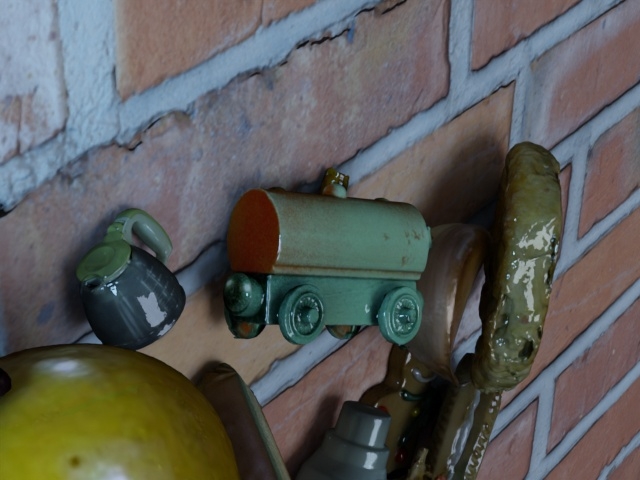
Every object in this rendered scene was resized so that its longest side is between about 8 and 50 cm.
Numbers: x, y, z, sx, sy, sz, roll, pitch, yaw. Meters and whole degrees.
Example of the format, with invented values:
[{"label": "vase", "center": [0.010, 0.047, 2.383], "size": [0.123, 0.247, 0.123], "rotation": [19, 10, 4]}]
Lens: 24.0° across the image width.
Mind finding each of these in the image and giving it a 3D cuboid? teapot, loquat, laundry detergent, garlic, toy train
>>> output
[{"label": "teapot", "center": [-0.185, 0.034, 1.408], "size": [0.092, 0.124, 0.091], "rotation": [-25, 127, 6]}, {"label": "loquat", "center": [-0.229, 0.238, 1.220], "size": [0.359, 0.328, 0.328], "rotation": [15, 97, -42]}, {"label": "laundry detergent", "center": [-0.007, 0.398, 1.883], "size": [0.264, 0.125, 0.397], "rotation": [6, 103, -64]}, {"label": "garlic", "center": [0.139, 0.068, 1.896], "size": [0.128, 0.115, 0.206], "rotation": [42, 59, -67]}, {"label": "toy train", "center": [0.010, 0.026, 1.636], "size": [0.285, 0.116, 0.177], "rotation": [4, 90, -45]}]

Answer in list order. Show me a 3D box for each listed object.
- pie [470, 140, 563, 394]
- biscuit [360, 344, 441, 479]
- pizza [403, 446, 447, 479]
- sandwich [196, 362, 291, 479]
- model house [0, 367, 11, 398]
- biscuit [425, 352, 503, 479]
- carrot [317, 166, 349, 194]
[{"label": "pie", "center": [0.259, 0.033, 1.995], "size": [0.339, 0.083, 0.339], "rotation": [9, 90, -86]}, {"label": "biscuit", "center": [0.108, 0.245, 2.051], "size": [0.197, 0.049, 0.301], "rotation": [4, 105, -62]}, {"label": "pizza", "center": [0.102, 0.439, 1.940], "size": [0.251, 0.074, 0.287], "rotation": [90, 24, -53]}, {"label": "sandwich", "center": [-0.087, 0.255, 1.595], "size": [0.220, 0.186, 0.108], "rotation": [-56, 151, -20]}, {"label": "model house", "center": [-0.349, 0.075, 1.085], "size": [0.203, 0.141, 0.164], "rotation": [-32, 112, -52]}, {"label": "biscuit", "center": [0.196, 0.281, 2.119], "size": [0.259, 0.079, 0.259], "rotation": [18, 90, -83]}, {"label": "carrot", "center": [0.000, 0.000, 1.711], "size": [0.042, 0.042, 0.170], "rotation": [0, 108, -59]}]
